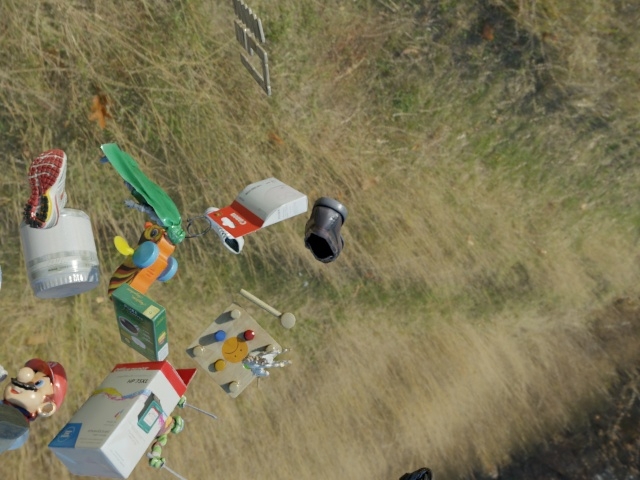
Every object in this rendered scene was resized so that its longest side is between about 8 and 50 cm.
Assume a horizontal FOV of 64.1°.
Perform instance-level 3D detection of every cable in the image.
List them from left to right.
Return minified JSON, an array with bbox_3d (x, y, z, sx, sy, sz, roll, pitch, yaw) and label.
[{"bbox_3d":[0.206,0.608,1.258,0.150,0.047,0.184,-20,164,-13],"label":"cable"}]

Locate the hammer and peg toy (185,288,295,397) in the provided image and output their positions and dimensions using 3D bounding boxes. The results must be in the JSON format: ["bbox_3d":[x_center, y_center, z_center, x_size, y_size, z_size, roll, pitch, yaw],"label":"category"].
[{"bbox_3d":[-0.282,0.356,1.883,0.361,0.266,0.127,-46,-178,-13],"label":"hammer and peg toy"}]

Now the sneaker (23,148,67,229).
[{"bbox_3d":[-0.742,-0.140,1.397,0.088,0.225,0.093,12,175,4],"label":"sneaker"}]

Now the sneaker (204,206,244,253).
[{"bbox_3d":[-0.426,-0.043,2.304,0.094,0.091,0.258,-30,127,13],"label":"sneaker"}]

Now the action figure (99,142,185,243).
[{"bbox_3d":[-0.355,-0.087,1.049,0.063,0.232,0.137,-42,171,8],"label":"action figure"}]

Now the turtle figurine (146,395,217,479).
[{"bbox_3d":[-0.470,0.550,1.502,0.266,0.274,0.198,27,98,-47],"label":"turtle figurine"}]

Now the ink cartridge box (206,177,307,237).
[{"bbox_3d":[-0.182,-0.100,1.448,0.232,0.189,0.066,-19,123,-31],"label":"ink cartridge box"}]

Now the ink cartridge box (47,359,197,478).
[{"bbox_3d":[-0.334,0.288,0.894,0.134,0.231,0.078,-10,119,27],"label":"ink cartridge box"}]

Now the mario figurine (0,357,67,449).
[{"bbox_3d":[-0.692,0.354,1.101,0.170,0.198,0.320,-38,-175,31],"label":"mario figurine"}]

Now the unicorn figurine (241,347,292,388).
[{"bbox_3d":[-0.119,0.262,1.100,0.111,0.060,0.162,-14,147,14],"label":"unicorn figurine"}]

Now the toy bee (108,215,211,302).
[{"bbox_3d":[-0.432,0.034,1.329,0.298,0.162,0.195,-31,135,-21],"label":"toy bee"}]

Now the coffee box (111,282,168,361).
[{"bbox_3d":[-0.376,0.180,1.078,0.040,0.113,0.184,-49,161,-40],"label":"coffee box"}]

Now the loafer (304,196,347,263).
[{"bbox_3d":[0.000,0.000,1.257,0.302,0.109,0.095,97,15,-66],"label":"loafer"}]

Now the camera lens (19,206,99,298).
[{"bbox_3d":[-0.882,0.038,1.736,0.219,0.274,0.219,-16,168,-3],"label":"camera lens"}]

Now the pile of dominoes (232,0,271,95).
[{"bbox_3d":[-0.172,-0.528,1.356,0.040,0.251,0.196,-18,137,-17],"label":"pile of dominoes"}]

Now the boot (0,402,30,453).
[{"bbox_3d":[-0.599,0.318,0.793,0.161,0.083,0.246,-50,141,-13],"label":"boot"}]
